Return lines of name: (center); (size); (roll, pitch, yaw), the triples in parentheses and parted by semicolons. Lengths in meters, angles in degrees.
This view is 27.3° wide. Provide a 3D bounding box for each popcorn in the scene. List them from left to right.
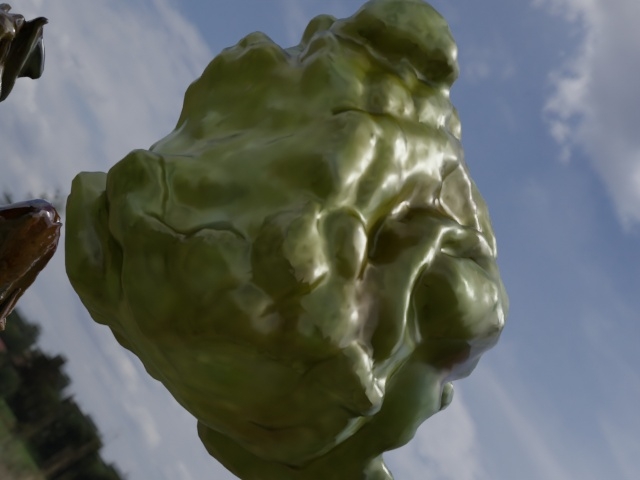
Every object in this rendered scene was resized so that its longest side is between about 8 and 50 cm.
popcorn: (0.000, 0.000, 0.746); (0.235, 0.250, 0.242); (26, -26, 23)

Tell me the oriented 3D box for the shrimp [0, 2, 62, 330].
shrimp: (-0.128, -0.070, 0.506); (0.117, 0.262, 0.066); (29, 16, -23)
